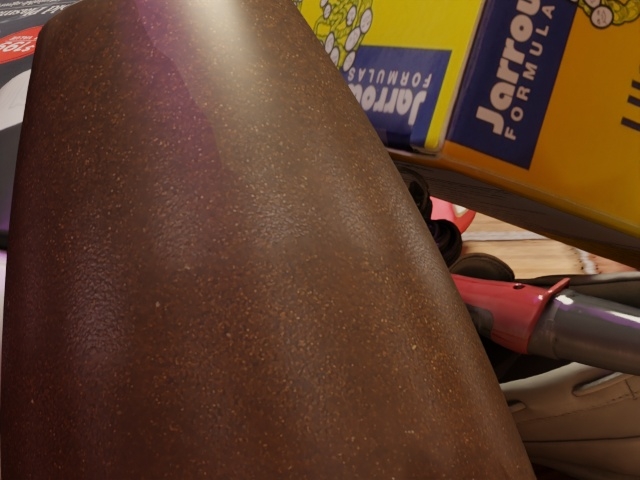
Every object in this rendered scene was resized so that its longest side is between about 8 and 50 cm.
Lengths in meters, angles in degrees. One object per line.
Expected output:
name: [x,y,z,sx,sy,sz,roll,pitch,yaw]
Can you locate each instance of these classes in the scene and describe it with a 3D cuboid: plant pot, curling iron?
plant pot: [-0.042,0.015,0.708,0.215,0.230,0.215,-12,-10,-2]
curling iron: [0.098,0.022,0.737,0.274,0.035,0.068,19,64,43]

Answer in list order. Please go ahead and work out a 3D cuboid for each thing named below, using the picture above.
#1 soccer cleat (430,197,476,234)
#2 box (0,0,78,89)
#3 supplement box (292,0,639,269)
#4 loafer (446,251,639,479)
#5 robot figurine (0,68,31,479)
soccer cleat: [0.000,0.000,1.299,0.248,0.083,0.095,-17,-18,-9]
box: [-0.288,-0.029,1.205,0.343,0.179,0.312,0,31,39]
supplement box: [0.177,-0.091,0.929,0.356,0.195,0.194,18,-2,-30]
loafer: [0.074,0.053,0.841,0.319,0.111,0.112,-1,38,37]
robot figurine: [-0.126,0.019,0.907,0.173,0.209,0.278,-4,41,25]
